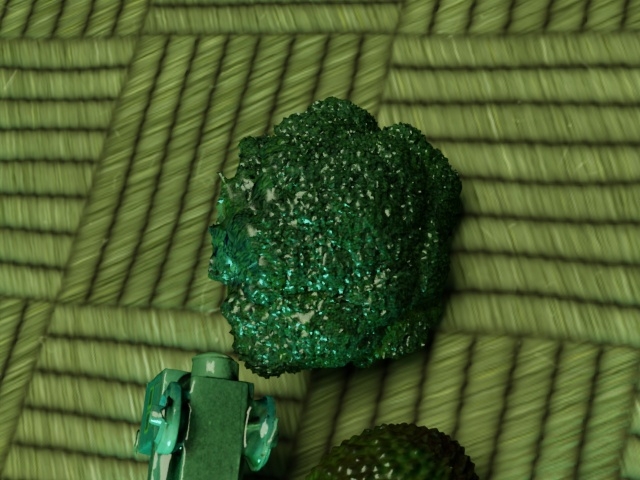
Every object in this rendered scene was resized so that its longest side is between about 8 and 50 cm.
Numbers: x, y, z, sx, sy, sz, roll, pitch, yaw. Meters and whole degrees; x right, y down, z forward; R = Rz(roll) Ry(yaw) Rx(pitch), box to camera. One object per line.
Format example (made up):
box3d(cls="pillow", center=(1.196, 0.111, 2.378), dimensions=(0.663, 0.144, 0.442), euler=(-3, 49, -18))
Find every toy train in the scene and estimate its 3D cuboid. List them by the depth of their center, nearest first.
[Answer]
box3d(cls="toy train", center=(-0.122, 0.258, 1.612), dimensions=(0.120, 0.194, 0.298), euler=(11, 74, -14))

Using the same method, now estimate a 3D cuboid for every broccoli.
box3d(cls="broccoli", center=(0.000, 0.000, 1.666), dimensions=(0.294, 0.265, 0.245), euler=(-56, 19, -16))

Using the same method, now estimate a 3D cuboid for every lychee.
box3d(cls="lychee", center=(0.064, 0.235, 1.537), dimensions=(0.171, 0.171, 0.171), euler=(-12, 61, 22))
